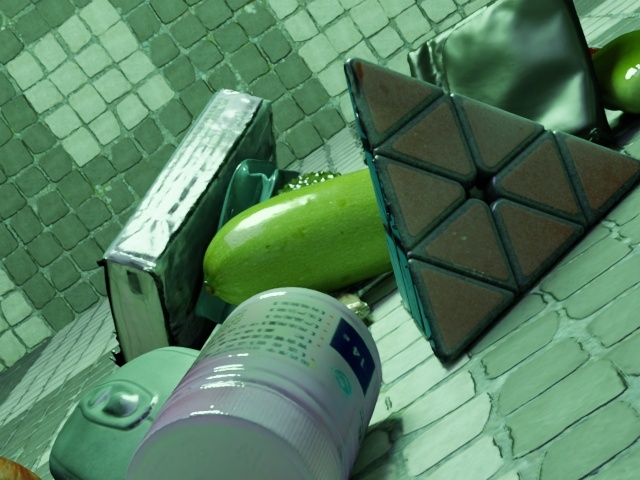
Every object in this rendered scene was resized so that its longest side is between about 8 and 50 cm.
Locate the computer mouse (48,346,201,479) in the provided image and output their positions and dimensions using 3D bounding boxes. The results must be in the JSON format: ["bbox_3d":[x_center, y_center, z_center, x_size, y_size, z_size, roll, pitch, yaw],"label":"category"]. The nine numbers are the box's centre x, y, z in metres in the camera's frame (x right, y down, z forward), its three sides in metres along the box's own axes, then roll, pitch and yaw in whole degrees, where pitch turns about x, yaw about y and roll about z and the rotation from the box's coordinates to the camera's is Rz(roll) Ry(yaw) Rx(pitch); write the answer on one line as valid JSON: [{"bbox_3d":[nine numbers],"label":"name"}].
[{"bbox_3d":[-0.182,0.191,1.287,0.188,0.122,0.371,-50,6,-21],"label":"computer mouse"}]

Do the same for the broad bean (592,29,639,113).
[{"bbox_3d":[0.373,-0.192,1.519,0.124,0.082,0.174,-37,18,-4],"label":"broad bean"}]

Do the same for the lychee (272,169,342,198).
[{"bbox_3d":[0.013,-0.016,1.706,0.171,0.171,0.171,-35,8,6],"label":"lychee"}]

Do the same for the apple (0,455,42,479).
[{"bbox_3d":[-0.400,0.316,1.548,0.146,0.146,0.131,-19,42,63],"label":"apple"}]

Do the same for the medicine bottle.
[{"bbox_3d":[-0.043,0.147,1.019,0.152,0.152,0.254,-33,9,19],"label":"medicine bottle"}]

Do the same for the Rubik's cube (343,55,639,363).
[{"bbox_3d":[0.132,-0.020,1.270,0.228,0.233,0.229,25,98,39],"label":"Rubik's cube"}]

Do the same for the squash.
[{"bbox_3d":[-0.023,0.004,1.552,0.247,0.132,0.132,-16,5,-10],"label":"squash"}]

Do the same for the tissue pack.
[{"bbox_3d":[-0.173,-0.009,1.858,0.259,0.122,0.361,89,-155,-47],"label":"tissue pack"}]

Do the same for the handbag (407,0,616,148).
[{"bbox_3d":[0.224,-0.168,1.547,0.223,0.247,0.080,-28,-29,32],"label":"handbag"}]

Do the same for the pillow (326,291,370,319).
[{"bbox_3d":[-0.016,0.101,1.550,0.126,0.043,0.232,-32,5,-9],"label":"pillow"}]

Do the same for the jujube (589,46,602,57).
[{"bbox_3d":[0.347,-0.220,1.767,0.077,0.077,0.129,-29,6,39],"label":"jujube"}]

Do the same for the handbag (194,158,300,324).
[{"bbox_3d":[-0.096,0.004,1.820,0.179,0.062,0.229,-10,-63,-78],"label":"handbag"}]
